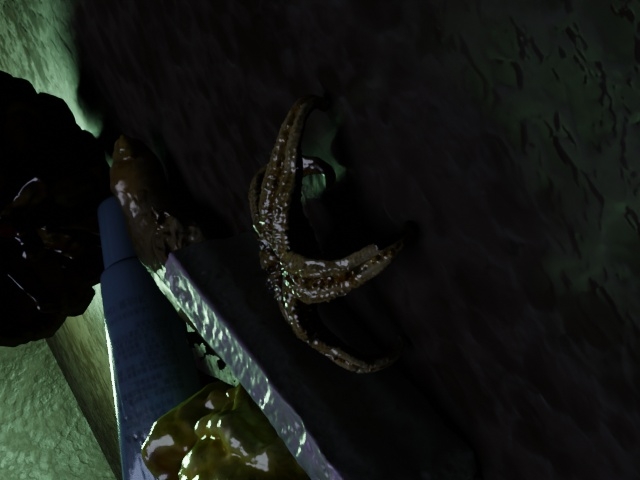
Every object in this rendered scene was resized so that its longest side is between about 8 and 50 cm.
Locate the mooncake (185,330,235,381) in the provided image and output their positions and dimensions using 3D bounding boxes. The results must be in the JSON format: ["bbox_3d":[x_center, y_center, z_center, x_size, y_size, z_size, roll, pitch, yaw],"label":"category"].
[{"bbox_3d":[-0.064,0.251,1.041,0.150,0.057,0.347,-43,-64,-82],"label":"mooncake"}]

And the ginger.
[{"bbox_3d":[-0.135,0.030,0.944,0.333,0.080,0.166,56,169,27],"label":"ginger"}]

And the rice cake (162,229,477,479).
[{"bbox_3d":[-0.009,0.095,0.705,0.298,0.106,0.050,47,141,37],"label":"rice cake"}]

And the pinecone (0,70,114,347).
[{"bbox_3d":[-0.440,-0.032,1.187,0.398,0.397,0.398,47,152,36],"label":"pinecone"}]

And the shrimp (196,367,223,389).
[{"bbox_3d":[-0.166,0.297,1.206,0.411,0.166,0.221,120,157,-47],"label":"shrimp"}]

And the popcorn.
[{"bbox_3d":[-0.025,0.231,0.794,0.286,0.173,0.225,52,140,14],"label":"popcorn"}]

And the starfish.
[{"bbox_3d":[0.001,-0.001,0.635,0.146,0.074,0.190,44,148,52],"label":"starfish"}]

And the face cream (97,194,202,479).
[{"bbox_3d":[-0.192,0.126,1.033,0.086,0.135,0.385,30,-139,-58],"label":"face cream"}]
